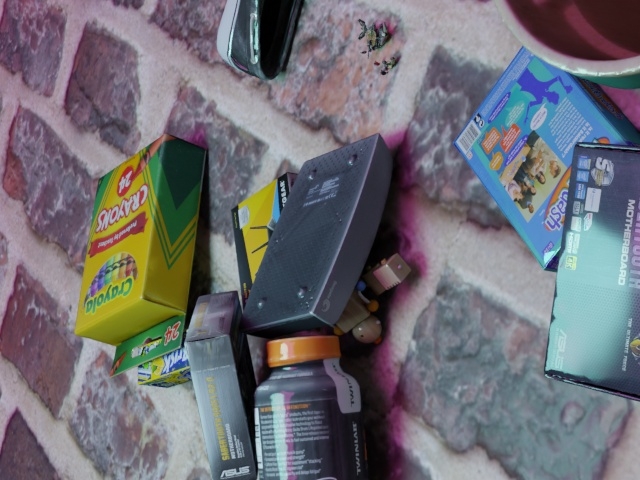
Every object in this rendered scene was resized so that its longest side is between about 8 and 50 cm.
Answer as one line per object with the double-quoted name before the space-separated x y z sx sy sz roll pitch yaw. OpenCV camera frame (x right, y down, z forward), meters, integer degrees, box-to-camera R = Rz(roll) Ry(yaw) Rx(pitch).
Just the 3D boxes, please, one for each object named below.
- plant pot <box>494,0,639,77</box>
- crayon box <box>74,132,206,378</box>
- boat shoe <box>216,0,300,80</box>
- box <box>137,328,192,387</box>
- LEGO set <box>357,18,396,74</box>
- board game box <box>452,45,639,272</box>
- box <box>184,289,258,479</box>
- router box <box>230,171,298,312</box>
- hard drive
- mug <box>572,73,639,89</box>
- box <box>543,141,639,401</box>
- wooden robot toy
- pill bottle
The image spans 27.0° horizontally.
"plant pot" 0.355 -0.265 1.080 0.334 0.305 0.333 -17 69 50
"crayon box" -0.267 0.024 1.960 0.202 0.081 0.318 -27 51 46
"boat shoe" -0.061 -0.369 1.806 0.105 0.113 0.306 32 110 44
"box" -0.196 0.167 1.904 0.169 0.054 0.059 -23 64 49
"LEGO set" 0.074 -0.246 1.680 0.054 0.023 0.083 -29 73 48
"board game box" 0.242 -0.093 1.399 0.160 0.047 0.210 -55 44 28
"box" -0.117 0.177 1.650 0.231 0.056 0.183 -96 -5 -78
"router box" -0.056 0.018 1.762 0.133 0.046 0.179 -32 58 44
"hard drive" 0.000 0.000 1.620 0.172 0.054 0.254 -18 45 51
"mug" 0.295 -0.221 1.320 0.129 0.097 0.157 -62 40 23
"box" 0.310 0.032 1.235 0.183 0.059 0.232 12 97 41
"wooden robot toy" 0.054 0.085 1.606 0.173 0.076 0.079 -38 96 29
"pill bottle" -0.011 0.235 1.561 0.130 0.130 0.245 -13 80 51
